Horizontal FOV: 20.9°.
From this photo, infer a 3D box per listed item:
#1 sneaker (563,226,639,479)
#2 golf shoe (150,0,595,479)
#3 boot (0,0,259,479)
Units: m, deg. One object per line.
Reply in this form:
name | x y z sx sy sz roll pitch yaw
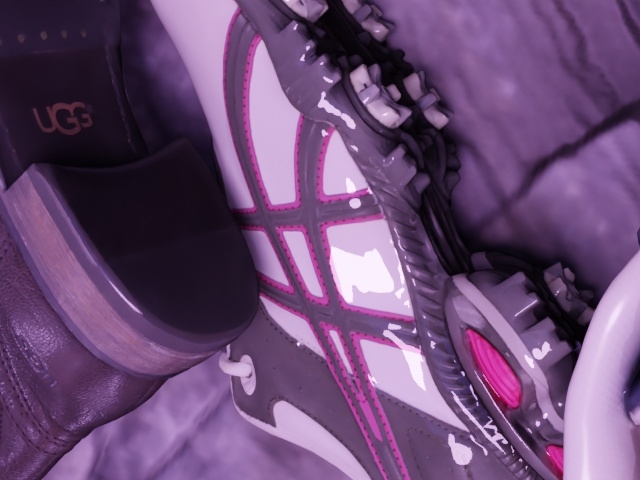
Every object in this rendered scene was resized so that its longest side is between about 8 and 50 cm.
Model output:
sneaker | 0.155 0.011 0.480 0.126 0.127 0.321 9 70 29
golf shoe | 0.000 0.000 0.580 0.120 0.105 0.273 -38 77 18
boot | -0.149 0.000 0.604 0.229 0.091 0.263 -42 65 36
